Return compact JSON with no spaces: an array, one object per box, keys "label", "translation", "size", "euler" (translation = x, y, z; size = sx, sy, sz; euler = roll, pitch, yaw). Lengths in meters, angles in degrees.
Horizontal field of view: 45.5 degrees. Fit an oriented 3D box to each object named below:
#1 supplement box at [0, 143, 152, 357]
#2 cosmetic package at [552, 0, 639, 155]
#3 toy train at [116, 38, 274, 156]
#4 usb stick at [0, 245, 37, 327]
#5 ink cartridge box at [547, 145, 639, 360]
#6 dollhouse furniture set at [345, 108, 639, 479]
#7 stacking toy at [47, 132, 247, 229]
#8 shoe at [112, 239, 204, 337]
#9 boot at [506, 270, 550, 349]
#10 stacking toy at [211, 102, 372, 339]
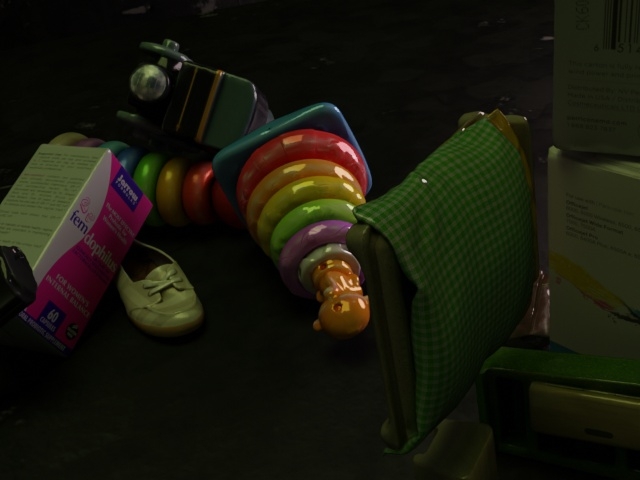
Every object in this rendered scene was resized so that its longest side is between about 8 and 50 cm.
[{"label":"supplement box","translation":[-0.307,0.007,0.877],"size":[0.114,0.111,0.220],"euler":[5,58,26]},{"label":"cosmetic package","translation":[0.267,-0.162,0.543],"size":[0.151,0.151,0.184],"euler":[13,38,32]},{"label":"toy train","translation":[-0.163,-0.181,1.108],"size":[0.190,0.142,0.334],"euler":[20,0,4]},{"label":"usb stick","translation":[-0.397,0.109,0.755],"size":[0.278,0.045,0.077],"euler":[-38,65,5]},{"label":"ink cartridge box","translation":[0.302,0.016,0.615],"size":[0.171,0.232,0.168],"euler":[-30,35,-30]},{"label":"dollhouse furniture set","translation":[0.146,0.081,0.483],"size":[0.151,0.301,0.197],"euler":[5,31,30]},{"label":"stacking toy","translation":[-0.217,-0.068,1.059],"size":[0.331,0.141,0.141],"euler":[7,33,15]},{"label":"shoe","translation":[-0.205,0.048,0.900],"size":[0.077,0.058,0.219],"euler":[-26,33,-25]},{"label":"boot","translation":[0.237,0.065,0.748],"size":[0.107,0.037,0.114],"euler":[-12,24,25]},{"label":"stacking toy","translation":[0.000,0.000,0.851],"size":[0.175,0.165,0.301],"euler":[-26,41,4]}]
